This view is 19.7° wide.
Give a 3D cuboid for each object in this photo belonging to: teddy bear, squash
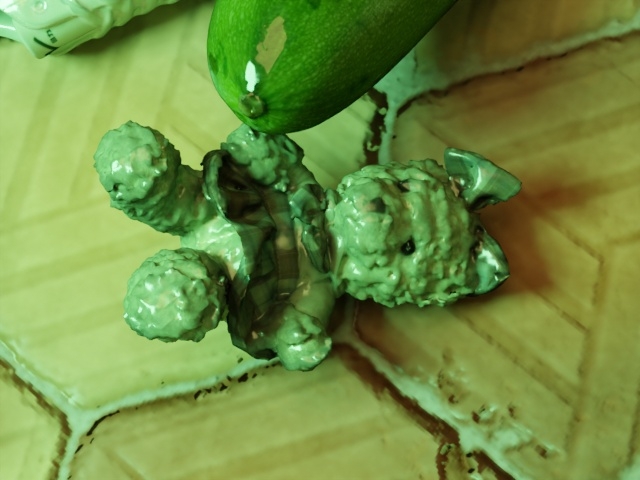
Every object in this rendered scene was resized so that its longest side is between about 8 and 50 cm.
[{"bbox_3d":[-0.012,0.007,0.947,0.213,0.111,0.133,-1,72,-19],"label":"teddy bear"},{"bbox_3d":[0.061,-0.187,0.996,0.107,0.107,0.395,29,57,21],"label":"squash"}]

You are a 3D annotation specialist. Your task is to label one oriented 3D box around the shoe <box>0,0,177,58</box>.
[{"bbox_3d":[-0.129,-0.150,1.046,0.265,0.095,0.110,2,70,16],"label":"shoe"}]
